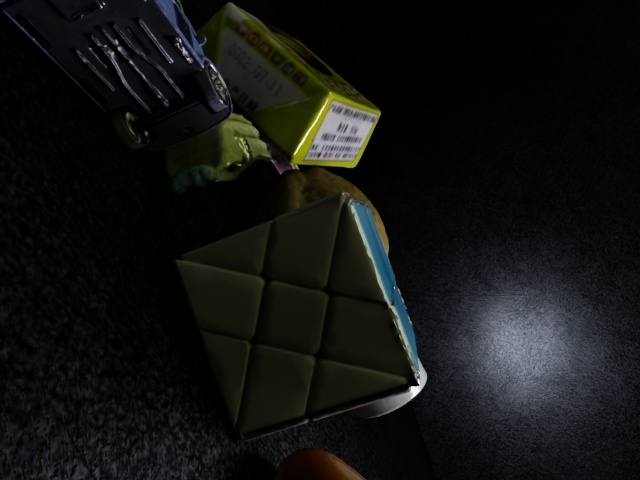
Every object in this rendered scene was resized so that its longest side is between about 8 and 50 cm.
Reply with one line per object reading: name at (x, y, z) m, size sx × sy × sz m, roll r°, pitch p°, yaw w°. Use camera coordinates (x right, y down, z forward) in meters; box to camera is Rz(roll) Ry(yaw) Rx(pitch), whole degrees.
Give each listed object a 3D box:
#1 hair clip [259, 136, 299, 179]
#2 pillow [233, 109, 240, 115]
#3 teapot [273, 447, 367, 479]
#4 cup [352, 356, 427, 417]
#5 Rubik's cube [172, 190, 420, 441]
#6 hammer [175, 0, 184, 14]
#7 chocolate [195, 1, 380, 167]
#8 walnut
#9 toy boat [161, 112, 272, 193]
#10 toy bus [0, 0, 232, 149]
hair clip at (-0.031, -0.102, 1.105) m, size 0.358 × 0.096 × 0.110 m, roll 53°, pitch -12°, yaw 10°
pillow at (-0.161, -0.324, 1.141) m, size 0.171 × 0.075 × 0.179 m, roll -16°, pitch 84°, yaw -79°
teapot at (0.008, 0.336, 0.611) m, size 0.178 × 0.135 × 0.252 m, roll 42°, pitch -12°, yaw 5°
cup at (0.090, 0.247, 1.182) m, size 0.234 × 0.186 × 0.258 m, roll 61°, pitch -20°, yaw -3°
Rubik's cube at (-0.014, 0.082, 0.663) m, size 0.224 × 0.221 × 0.231 m, roll -25°, pitch 95°, yaw -80°
hammer at (-0.270, -0.389, 0.799) m, size 0.246 × 0.029 × 0.103 m, roll -83°, pitch 151°, yaw -68°
chocolate at (-0.052, -0.274, 0.943) m, size 0.289 × 0.137 × 0.301 m, roll 45°, pitch 23°, yaw 13°
walnut at (0.000, 0.000, 0.909) m, size 0.283 × 0.227 × 0.283 m, roll 51°, pitch 17°, yaw -22°
toy boat at (-0.141, -0.125, 0.713) m, size 0.276 × 0.111 × 0.084 m, roll -61°, pitch 128°, yaw -77°
toy bus at (-0.205, -0.222, 0.503) m, size 0.292 × 0.126 × 0.133 m, roll 54°, pitch 18°, yaw -56°
